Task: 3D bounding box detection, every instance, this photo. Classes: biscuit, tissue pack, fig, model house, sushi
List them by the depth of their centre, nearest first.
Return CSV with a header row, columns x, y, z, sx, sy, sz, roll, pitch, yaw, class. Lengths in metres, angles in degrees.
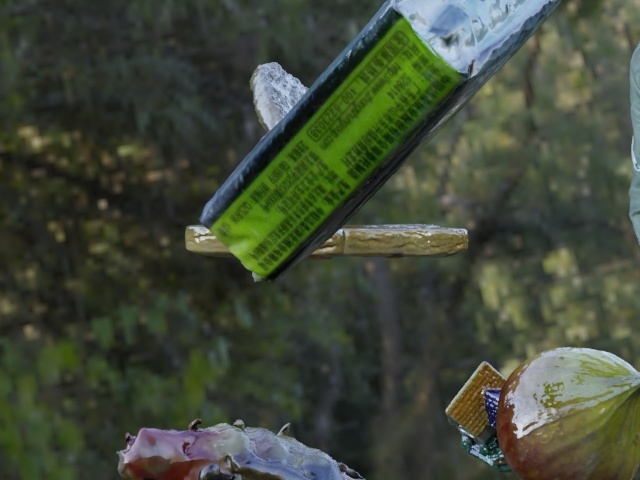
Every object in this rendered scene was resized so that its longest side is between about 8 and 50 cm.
x,y,z,sx,sy,sz,roll,pitch,yaw,class
0.044,-0.089,1.126,0.173,0.073,0.235,-44,0,-41,tissue pack
-0.041,0.170,1.297,0.226,0.097,0.103,24,-67,-30,sushi
0.000,0.001,1.688,0.234,0.030,0.153,-1,1,-13,biscuit
-0.016,-0.095,1.727,0.038,0.141,0.290,-33,-2,10,biscuit
0.282,0.157,1.925,0.231,0.160,0.143,-38,-11,15,fig
0.211,0.214,2.374,0.101,0.088,0.100,26,-21,46,model house

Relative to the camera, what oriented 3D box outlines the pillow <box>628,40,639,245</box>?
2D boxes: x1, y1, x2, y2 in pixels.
x,y,z,sx,sy,sz,roll,pitch,yaw,class
0.391,-0.136,1.963,0.138,0.310,0.283,14,39,31,pillow
